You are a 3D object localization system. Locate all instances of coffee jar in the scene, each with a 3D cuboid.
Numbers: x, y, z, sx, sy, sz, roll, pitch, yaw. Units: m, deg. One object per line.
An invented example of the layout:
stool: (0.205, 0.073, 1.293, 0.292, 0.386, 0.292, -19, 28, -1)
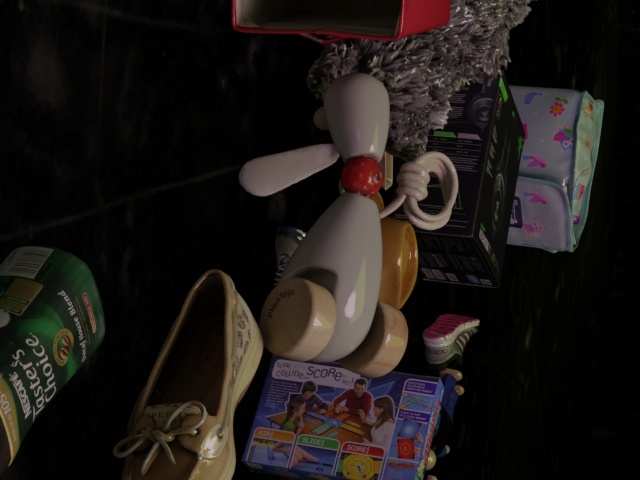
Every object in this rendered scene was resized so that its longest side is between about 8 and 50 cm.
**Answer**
coffee jar: (-0.228, 0.090, 0.977, 0.184, 0.079, 0.096, -59, 149, -49)

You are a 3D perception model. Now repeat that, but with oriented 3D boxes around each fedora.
fedora: (0.082, 0.030, 1.820, 0.194, 0.079, 0.194, 7, 90, -70)

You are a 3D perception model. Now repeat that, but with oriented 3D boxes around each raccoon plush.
raccoon plush: (0.132, -0.308, 1.582, 0.299, 0.216, 0.446, -54, 165, -53)

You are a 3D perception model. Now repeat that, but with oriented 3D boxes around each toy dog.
toy dog: (0.000, 0.000, 1.472, 0.220, 0.161, 0.333, 46, 50, -33)

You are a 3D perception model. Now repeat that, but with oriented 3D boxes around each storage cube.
storage cube: (0.029, -0.314, 1.412, 0.193, 0.184, 0.215, -32, 126, -66)

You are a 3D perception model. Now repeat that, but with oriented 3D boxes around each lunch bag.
lunch bag: (0.333, -0.119, 2.263, 0.160, 0.223, 0.262, 7, 91, -65)

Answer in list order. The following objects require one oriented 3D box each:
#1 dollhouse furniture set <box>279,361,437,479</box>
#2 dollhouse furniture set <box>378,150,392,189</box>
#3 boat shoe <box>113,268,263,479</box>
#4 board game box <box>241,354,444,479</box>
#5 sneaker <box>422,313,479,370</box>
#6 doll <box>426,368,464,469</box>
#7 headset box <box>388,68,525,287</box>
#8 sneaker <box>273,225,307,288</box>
dollhouse furniture set: (0.037, 0.291, 1.653, 0.242, 0.161, 0.212, 65, 37, -56)
dollhouse furniture set: (0.121, -0.130, 1.875, 0.091, 0.081, 0.114, -41, 134, -62)
boat shoe: (-0.127, 0.149, 1.264, 0.285, 0.105, 0.089, -77, 157, -48)
board game box: (0.026, 0.206, 1.539, 0.035, 0.201, 0.136, 64, 38, -57)
sneaker: (0.213, 0.169, 2.259, 0.170, 0.063, 0.074, -24, 118, -62)
doll: (0.197, 0.306, 2.277, 0.189, 0.046, 0.129, -64, 151, -44)
headset box: (0.212, -0.102, 2.067, 0.246, 0.131, 0.283, 51, 48, -64)
sneaker: (-0.028, 0.041, 1.563, 0.135, 0.052, 0.058, 76, 32, -44)
